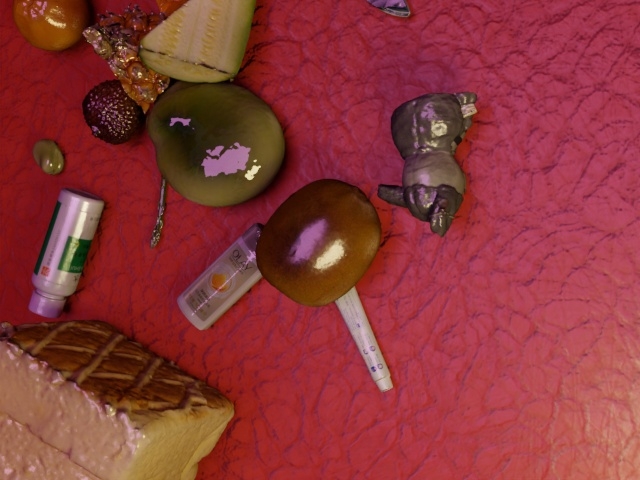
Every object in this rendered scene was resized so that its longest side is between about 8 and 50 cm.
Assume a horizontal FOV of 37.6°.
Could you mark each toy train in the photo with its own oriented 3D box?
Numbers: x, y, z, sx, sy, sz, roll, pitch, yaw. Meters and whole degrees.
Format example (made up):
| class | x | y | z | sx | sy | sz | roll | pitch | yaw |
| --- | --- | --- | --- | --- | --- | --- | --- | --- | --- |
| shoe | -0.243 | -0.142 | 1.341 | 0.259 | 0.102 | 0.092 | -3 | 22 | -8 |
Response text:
| class | x | y | z | sx | sy | sz | roll | pitch | yaw |
| --- | --- | --- | --- | --- | --- | --- | --- | --- | --- |
| toy train | 0.071 | -0.487 | 1.729 | 0.252 | 0.048 | 0.055 | 41 | 112 | 11 |

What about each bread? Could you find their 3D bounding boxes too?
| class | x | y | z | sx | sy | sz | roll | pitch | yaw |
| --- | --- | --- | --- | --- | --- | --- | --- | --- | --- |
| bread | -0.409 | 0.334 | 1.712 | 0.371 | 0.390 | 0.279 | 26 | 93 | 18 |

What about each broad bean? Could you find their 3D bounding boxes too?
| class | x | y | z | sx | sy | sz | roll | pitch | yaw |
| --- | --- | --- | --- | --- | --- | --- | --- | --- | --- |
| broad bean | -0.205 | -0.187 | 1.785 | 0.291 | 0.119 | 0.238 | 27 | 88 | 16 |
| broad bean | -0.569 | -0.176 | 1.958 | 0.063 | 0.045 | 0.083 | -46 | 67 | 25 |

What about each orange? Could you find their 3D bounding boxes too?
| class | x | y | z | sx | sy | sz | roll | pitch | yaw |
| --- | --- | --- | --- | --- | --- | --- | --- | --- | --- |
| orange | -0.551 | -0.464 | 1.908 | 0.159 | 0.136 | 0.158 | 0 | 89 | 17 |

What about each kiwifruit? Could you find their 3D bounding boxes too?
| class | x | y | z | sx | sy | sz | roll | pitch | yaw |
| --- | --- | --- | --- | --- | --- | --- | --- | --- | --- |
| kiwifruit | 0.000 | 0.000 | 1.668 | 0.196 | 0.196 | 0.234 | 38 | 102 | 17 |

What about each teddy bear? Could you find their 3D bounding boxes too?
| class | x | y | z | sx | sy | sz | roll | pitch | yaw |
| --- | --- | --- | --- | --- | --- | --- | --- | --- | --- |
| teddy bear | 0.185 | -0.130 | 1.638 | 0.171 | 0.144 | 0.250 | 3 | 89 | 41 |

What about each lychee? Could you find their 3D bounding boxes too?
| class | x | y | z | sx | sy | sz | roll | pitch | yaw |
| --- | --- | --- | --- | --- | --- | --- | --- | --- | --- |
| lychee | -0.410 | -0.258 | 1.863 | 0.123 | 0.123 | 0.129 | 35 | 92 | 17 |

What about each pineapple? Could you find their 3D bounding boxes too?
| class | x | y | z | sx | sy | sz | roll | pitch | yaw |
| --- | --- | --- | --- | --- | --- | --- | --- | --- | --- |
| pineapple | -0.363 | -0.395 | 1.799 | 0.140 | 0.164 | 0.249 | -34 | 46 | 12 |

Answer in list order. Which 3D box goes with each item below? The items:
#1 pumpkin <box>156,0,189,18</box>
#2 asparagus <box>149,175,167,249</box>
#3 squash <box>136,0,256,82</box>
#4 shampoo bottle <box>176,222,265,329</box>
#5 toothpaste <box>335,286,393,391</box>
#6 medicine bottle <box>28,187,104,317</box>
| class | x | y | z | sx | sy | sz | roll | pitch | yaw |
| --- | --- | --- | --- | --- | --- | --- | --- | --- | --- |
| pumpkin | -0.303 | -0.494 | 1.871 | 0.073 | 0.035 | 0.101 | -28 | 82 | 20 |
| asparagus | -0.315 | -0.095 | 1.874 | 0.023 | 0.022 | 0.232 | 9 | 90 | -24 |
| squash | -0.233 | -0.443 | 1.765 | 0.111 | 0.203 | 0.288 | -21 | 60 | 62 |
| shampoo bottle | -0.173 | 0.070 | 1.799 | 0.227 | 0.056 | 0.086 | -43 | 77 | 14 |
| toothpaste | 0.078 | 0.172 | 1.719 | 0.052 | 0.033 | 0.218 | -27 | 77 | 14 |
| medicine bottle | -0.522 | 0.026 | 1.908 | 0.095 | 0.095 | 0.260 | 24 | 96 | 19 |
